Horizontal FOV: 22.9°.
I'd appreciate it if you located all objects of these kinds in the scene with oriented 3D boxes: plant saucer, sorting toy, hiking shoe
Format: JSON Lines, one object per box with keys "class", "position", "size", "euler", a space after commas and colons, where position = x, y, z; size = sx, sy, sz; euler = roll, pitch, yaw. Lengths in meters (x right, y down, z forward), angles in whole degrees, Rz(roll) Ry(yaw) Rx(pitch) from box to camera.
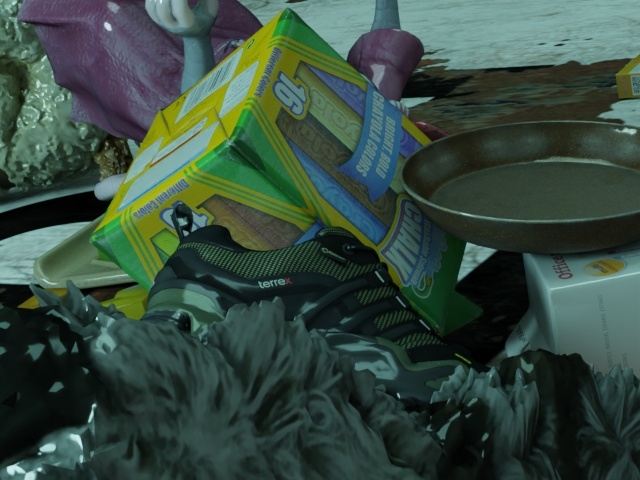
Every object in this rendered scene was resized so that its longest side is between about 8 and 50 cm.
{"class": "plant saucer", "position": [0.127, -0.029, 0.870], "size": [0.169, 0.029, 0.168], "euler": [-3, 22, 1]}
{"class": "sorting toy", "position": [-0.108, -0.001, 1.245], "size": [0.229, 0.041, 0.307], "euler": [-3, 19, 24]}
{"class": "hiking shoe", "position": [0.025, 0.044, 0.784], "size": [0.227, 0.086, 0.114], "euler": [18, 54, -9]}

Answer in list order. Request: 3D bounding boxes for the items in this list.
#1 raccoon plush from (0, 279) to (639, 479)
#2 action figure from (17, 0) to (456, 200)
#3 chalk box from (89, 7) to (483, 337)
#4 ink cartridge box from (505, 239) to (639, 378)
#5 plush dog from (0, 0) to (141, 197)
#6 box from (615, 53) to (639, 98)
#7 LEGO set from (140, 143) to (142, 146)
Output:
{"class": "raccoon plush", "position": [-0.076, 0.158, 0.617], "size": [0.299, 0.216, 0.446], "euler": [-15, -18, 40]}
{"class": "action figure", "position": [-0.061, -0.086, 1.098], "size": [0.248, 0.275, 0.370], "euler": [-14, 32, -38]}
{"class": "chalk box", "position": [0.000, 0.000, 0.922], "size": [0.132, 0.213, 0.132], "euler": [-33, 24, 38]}
{"class": "ink cartridge box", "position": [0.172, 0.042, 0.847], "size": [0.143, 0.089, 0.092], "euler": [-10, 17, 0]}
{"class": "plush dog", "position": [-0.310, -0.103, 1.543], "size": [0.225, 0.210, 0.262], "euler": [-23, -13, 7]}
{"class": "box", "position": [0.356, -0.159, 1.486], "size": [0.136, 0.028, 0.081], "euler": [2, 21, 29]}
{"class": "LEGO set", "position": [-0.124, -0.107, 1.445], "size": [0.087, 0.093, 0.227], "euler": [-10, 7, 7]}
